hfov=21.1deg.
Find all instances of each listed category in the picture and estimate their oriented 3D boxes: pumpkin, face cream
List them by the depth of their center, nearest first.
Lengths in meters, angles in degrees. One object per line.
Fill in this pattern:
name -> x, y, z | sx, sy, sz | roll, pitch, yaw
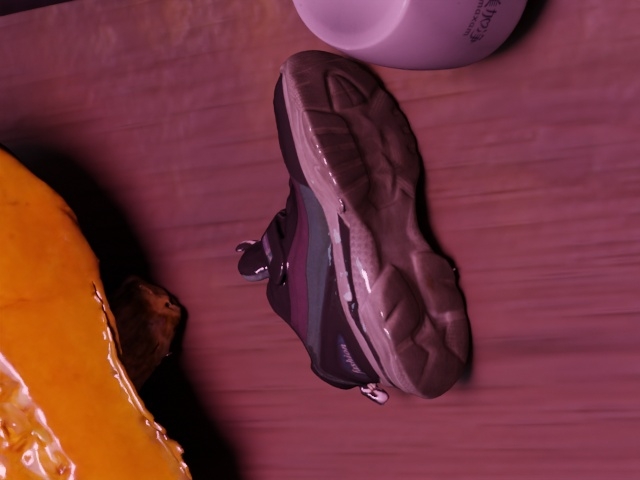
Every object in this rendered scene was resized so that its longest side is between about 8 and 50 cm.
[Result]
face cream -> 0.039, -0.116, 0.728 | 0.091, 0.095, 0.091 | 9, 105, 35
pumpkin -> -0.188, 0.100, 0.899 | 0.325, 0.242, 0.232 | 66, 157, 2

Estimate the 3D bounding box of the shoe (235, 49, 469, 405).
shoe -> 0.000, 0.000, 0.801 | 0.099, 0.071, 0.169 | -19, 91, 41
